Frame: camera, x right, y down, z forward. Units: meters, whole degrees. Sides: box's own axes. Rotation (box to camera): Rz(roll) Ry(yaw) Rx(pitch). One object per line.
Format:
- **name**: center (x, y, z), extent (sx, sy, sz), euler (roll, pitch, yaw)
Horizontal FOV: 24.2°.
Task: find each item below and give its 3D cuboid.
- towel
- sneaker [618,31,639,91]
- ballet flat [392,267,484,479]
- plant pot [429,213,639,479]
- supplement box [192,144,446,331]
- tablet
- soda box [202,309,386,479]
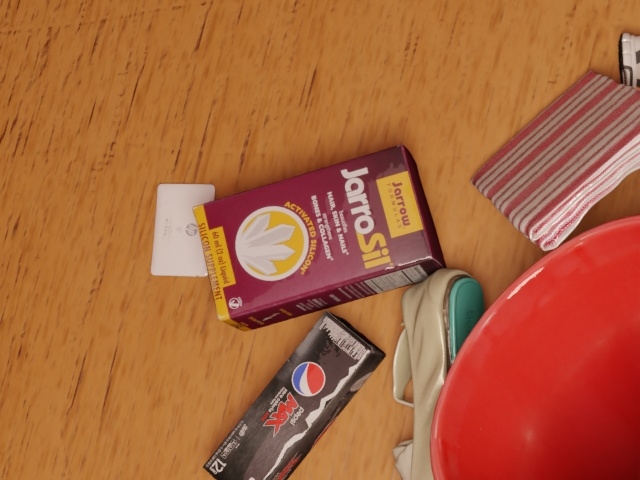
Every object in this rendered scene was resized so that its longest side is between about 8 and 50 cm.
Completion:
- **towel**: center (0.199, -0.066, 1.181), extent (0.144, 0.197, 0.029), euler (-41, 108, 4)
- **sneaker**: center (0.272, -0.121, 1.237), extent (0.044, 0.040, 0.109), euler (-1, 83, 4)
- **ballet flat**: center (0.097, 0.148, 1.218), extent (0.086, 0.086, 0.248), euler (-2, 78, 13)
- **plant pot**: center (0.255, 0.156, 1.054), extent (0.275, 0.243, 0.275), euler (-34, 32, 25)
- **supplement box**: center (0.000, 0.000, 1.256), extent (0.188, 0.081, 0.104), euler (-17, 77, 9)
- **tablet**: center (-0.122, -0.009, 1.325), extent (0.054, 0.006, 0.083), euler (1, 81, 13)
- **soda box**: center (-0.021, 0.142, 1.247), extent (0.053, 0.060, 0.169), euler (39, 91, 18)
